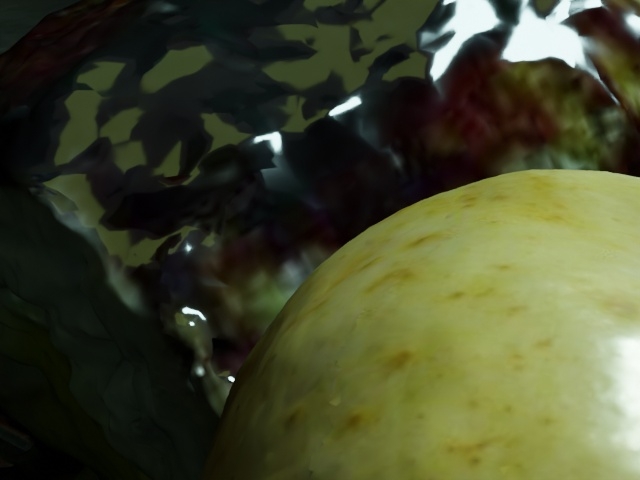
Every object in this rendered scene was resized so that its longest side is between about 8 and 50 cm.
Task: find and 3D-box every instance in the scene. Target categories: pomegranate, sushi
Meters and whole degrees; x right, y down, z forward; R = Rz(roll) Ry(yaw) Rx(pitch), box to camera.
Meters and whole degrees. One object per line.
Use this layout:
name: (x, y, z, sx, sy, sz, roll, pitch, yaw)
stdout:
pomegranate: (0.082, 0.130, 0.577, 0.307, 0.307, 0.307, -7, 23, 3)
sushi: (-0.001, 0.001, 0.827, 0.294, 0.299, 0.281, -36, 15, -19)

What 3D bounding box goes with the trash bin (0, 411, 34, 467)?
trash bin: (-0.158, 0.000, 1.095, 0.161, 0.185, 0.238, -15, 18, -17)
